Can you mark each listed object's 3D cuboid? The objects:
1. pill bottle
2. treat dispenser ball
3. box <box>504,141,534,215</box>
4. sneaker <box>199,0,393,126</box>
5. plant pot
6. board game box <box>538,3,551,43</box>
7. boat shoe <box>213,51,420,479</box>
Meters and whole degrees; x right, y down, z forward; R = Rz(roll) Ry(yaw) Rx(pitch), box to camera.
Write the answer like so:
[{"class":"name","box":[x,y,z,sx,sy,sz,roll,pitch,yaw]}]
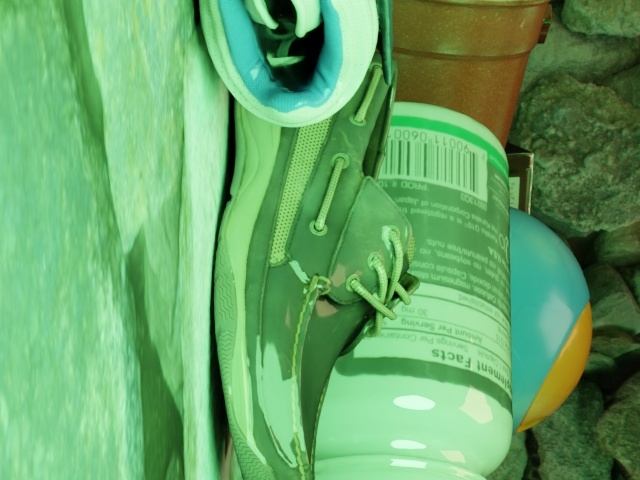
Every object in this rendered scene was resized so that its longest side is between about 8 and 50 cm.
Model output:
[{"class":"pill bottle","box":[0.054,0.086,1.290,0.204,0.204,0.361,81,11,-63]},{"class":"treat dispenser ball","box":[0.176,0.096,1.878,0.288,0.288,0.288,0,90,-85]},{"class":"box","box":[0.158,-0.062,2.216,0.381,0.143,0.191,-143,-128,-67]},{"class":"sneaker","box":[-0.007,-0.228,0.956,0.236,0.130,0.322,-90,-176,-62]},{"class":"plant pot","box":[0.109,-0.173,1.779,0.272,0.272,0.265,-77,175,-70]},{"class":"board game box","box":[0.162,-0.288,2.121,0.145,0.281,0.027,32,59,-84]},{"class":"boat shoe","box":[0.002,0.004,1.080,0.132,0.130,0.355,80,11,-65]}]
